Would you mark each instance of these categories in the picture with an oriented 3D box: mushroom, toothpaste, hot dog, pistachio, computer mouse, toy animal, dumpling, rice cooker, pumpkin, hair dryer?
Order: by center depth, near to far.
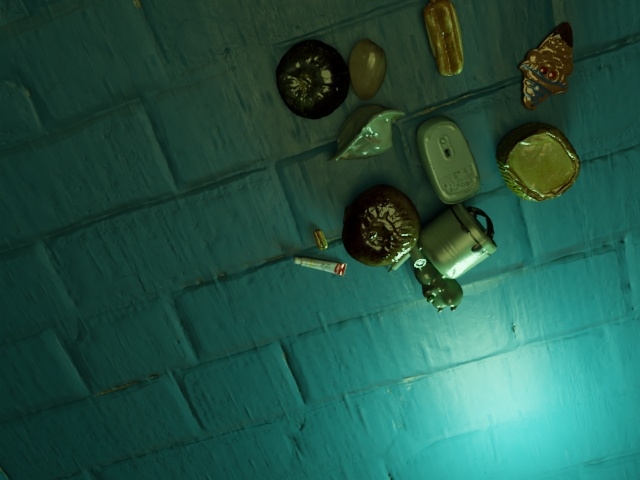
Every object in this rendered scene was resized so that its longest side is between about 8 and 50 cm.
[{"bbox_3d":[0.384,-0.634,1.592,0.102,0.076,0.249,-7,120,32],"label":"hot dog"},{"bbox_3d":[-0.023,-0.494,1.593,0.238,0.159,0.237,6,120,10],"label":"pumpkin"},{"bbox_3d":[0.149,-0.532,1.611,0.126,0.108,0.185,-15,119,-19],"label":"pistachio"},{"bbox_3d":[0.137,-0.322,1.628,0.175,0.227,0.243,25,112,7],"label":"dumpling"},{"bbox_3d":[0.416,-0.266,1.705,0.160,0.097,0.288,-23,96,-3],"label":"computer mouse"},{"bbox_3d":[0.192,-0.045,1.731,0.278,0.163,0.297,21,116,16],"label":"mushroom"},{"bbox_3d":[0.468,-0.006,1.748,0.226,0.226,0.244,42,111,-14],"label":"rice cooker"},{"bbox_3d":[0.294,0.079,1.830,0.044,0.154,0.183,13,126,-23],"label":"hair dryer"},{"bbox_3d":[0.000,0.000,1.852,0.037,0.021,0.083,-20,108,8],"label":"hot dog"},{"bbox_3d":[0.405,0.137,1.868,0.125,0.127,0.251,-35,95,29],"label":"toy animal"},{"bbox_3d":[-0.002,0.089,1.881,0.191,0.031,0.048,12,106,-7],"label":"toothpaste"}]

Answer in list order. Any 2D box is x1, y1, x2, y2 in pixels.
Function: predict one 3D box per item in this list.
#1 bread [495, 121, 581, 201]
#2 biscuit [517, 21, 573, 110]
[{"bbox_3d":[0.713,-0.258,1.701,0.227,0.142,0.253,-37,109,11],"label":"bread"},{"bbox_3d":[0.729,-0.553,1.651,0.183,0.043,0.280,17,112,-10],"label":"biscuit"}]
